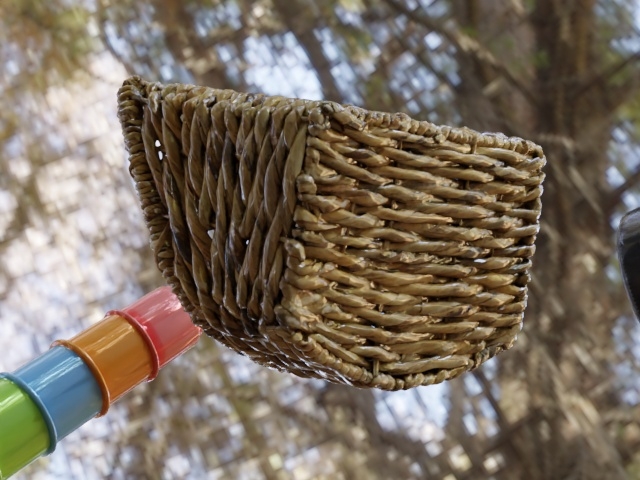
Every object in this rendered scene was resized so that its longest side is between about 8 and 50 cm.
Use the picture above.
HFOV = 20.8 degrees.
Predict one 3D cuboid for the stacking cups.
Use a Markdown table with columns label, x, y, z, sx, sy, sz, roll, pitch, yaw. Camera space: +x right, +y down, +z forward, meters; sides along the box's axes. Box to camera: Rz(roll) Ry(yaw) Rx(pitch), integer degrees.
| label | x | y | z | sx | sy | sz | roll | pitch | yaw |
| --- | --- | --- | --- | --- | --- | --- | --- | --- | --- |
| stacking cups | -0.231 | 0.137 | 1.515 | 0.316 | 0.096 | 0.096 | -33 | -40 | -33 |

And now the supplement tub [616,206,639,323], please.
| label | x | y | z | sx | sy | sz | roll | pitch | yaw |
| --- | --- | --- | --- | --- | --- | --- | --- | --- | --- |
| supplement tub | 0.214 | -0.013 | 0.657 | 0.198 | 0.106 | 0.106 | -24 | -41 | 30 |

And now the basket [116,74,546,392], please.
| label | x | y | z | sx | sy | sz | roll | pitch | yaw |
| --- | --- | --- | --- | --- | --- | --- | --- | --- | --- |
| basket | 0.000 | 0.000 | 1.371 | 0.299 | 0.223 | 0.213 | 6 | -87 | -50 |
